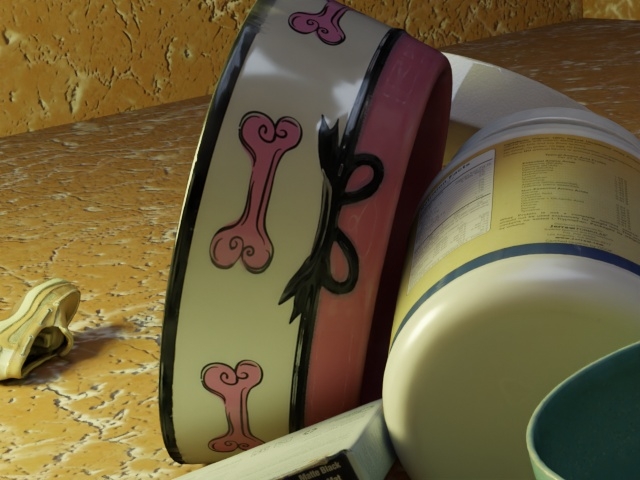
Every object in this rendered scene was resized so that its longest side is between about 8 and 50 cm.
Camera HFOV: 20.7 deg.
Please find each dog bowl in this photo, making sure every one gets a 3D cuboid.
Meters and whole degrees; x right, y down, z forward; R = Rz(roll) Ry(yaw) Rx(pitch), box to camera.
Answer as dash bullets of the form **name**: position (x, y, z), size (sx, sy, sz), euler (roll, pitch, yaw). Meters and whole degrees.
- **dog bowl**: position (0.000, 0.000, 1.433), size (0.150, 0.408, 0.408), euler (12, 17, 9)

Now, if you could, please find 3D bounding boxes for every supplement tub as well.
- **supplement tub**: position (0.171, 0.051, 1.295), size (0.228, 0.228, 0.316), euler (-3, 27, 10)

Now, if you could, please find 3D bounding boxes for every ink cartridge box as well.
- **ink cartridge box**: position (-0.063, 0.182, 1.180), size (0.223, 0.045, 0.224), euler (-23, 0, 13)

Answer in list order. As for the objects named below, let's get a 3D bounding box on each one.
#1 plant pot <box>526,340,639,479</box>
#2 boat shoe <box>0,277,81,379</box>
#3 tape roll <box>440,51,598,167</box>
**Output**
- **plant pot**: position (0.274, 0.172, 0.959), size (0.290, 0.195, 0.290), euler (-12, 13, 3)
- **boat shoe**: position (-0.284, 0.098, 1.791), size (0.072, 0.068, 0.190), euler (12, 28, 17)
- **tape roll**: position (0.138, -0.057, 1.733), size (0.392, 0.072, 0.392), euler (17, -22, 7)
